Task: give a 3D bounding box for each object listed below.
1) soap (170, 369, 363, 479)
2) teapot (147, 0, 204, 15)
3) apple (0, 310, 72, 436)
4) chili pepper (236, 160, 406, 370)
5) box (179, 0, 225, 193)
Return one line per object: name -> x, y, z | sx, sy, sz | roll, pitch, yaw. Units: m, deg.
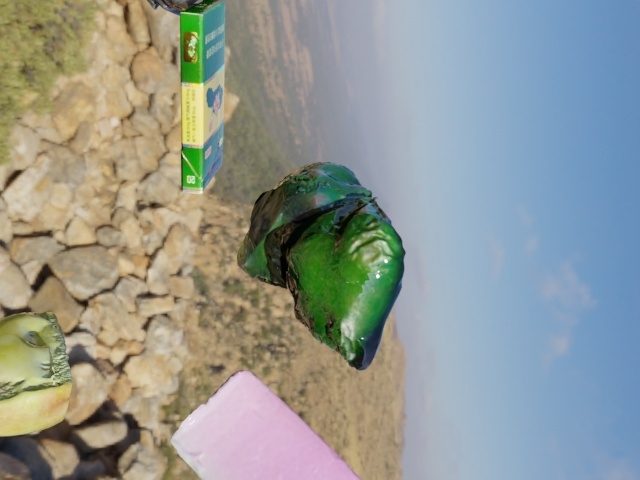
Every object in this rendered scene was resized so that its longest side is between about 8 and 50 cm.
soap -> -0.011, 0.215, 0.592 | 0.181, 0.081, 0.259 | 41, -15, 20
teapot -> -0.219, -0.382, 1.048 | 0.177, 0.096, 0.087 | 49, 16, 6
apple -> -0.456, 0.200, 1.011 | 0.265, 0.193, 0.120 | -145, -126, -58
chili pepper -> -0.008, -0.003, 0.758 | 0.264, 0.116, 0.148 | -117, -136, -55
box -> -0.158, -0.195, 0.964 | 0.132, 0.034, 0.235 | -79, 174, -64
